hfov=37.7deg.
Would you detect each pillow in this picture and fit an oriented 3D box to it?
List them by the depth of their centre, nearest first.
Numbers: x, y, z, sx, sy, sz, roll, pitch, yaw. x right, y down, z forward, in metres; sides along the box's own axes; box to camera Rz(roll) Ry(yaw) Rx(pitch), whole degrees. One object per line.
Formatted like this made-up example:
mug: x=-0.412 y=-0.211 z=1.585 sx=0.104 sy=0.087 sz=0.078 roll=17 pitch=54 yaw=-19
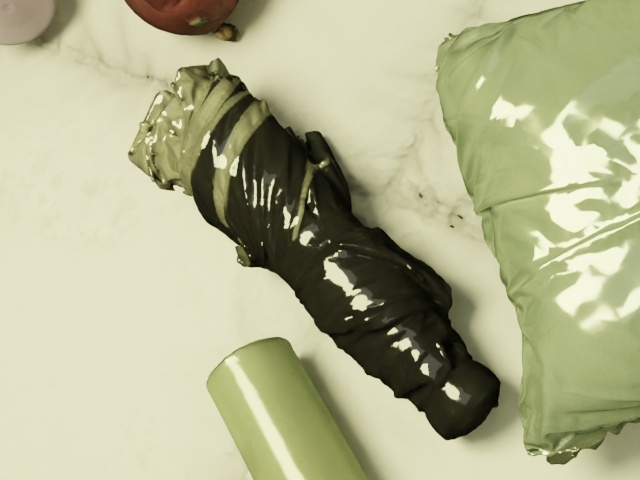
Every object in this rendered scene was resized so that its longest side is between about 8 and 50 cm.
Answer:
pillow: x=0.218 y=-0.040 z=0.570 sx=0.283 sy=0.138 sz=0.310 roll=-22 pitch=69 yaw=19

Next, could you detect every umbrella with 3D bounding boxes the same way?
umbrella: x=-0.002 y=0.004 z=0.702 sx=0.358 sy=0.106 sz=0.113 roll=45 pitch=106 yaw=22

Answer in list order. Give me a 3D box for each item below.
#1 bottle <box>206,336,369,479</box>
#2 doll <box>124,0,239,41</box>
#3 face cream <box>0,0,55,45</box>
bottle: x=-0.006 y=0.167 z=0.651 sx=0.072 sy=0.072 sz=0.201 roll=-38 pitch=62 yaw=11
doll: x=-0.088 y=-0.303 z=0.798 sx=0.196 sy=0.152 sz=0.256 roll=41 pitch=90 yaw=17
face cream: x=-0.333 y=-0.316 z=0.965 sx=0.154 sy=0.096 sz=0.274 roll=-33 pitch=50 yaw=16
